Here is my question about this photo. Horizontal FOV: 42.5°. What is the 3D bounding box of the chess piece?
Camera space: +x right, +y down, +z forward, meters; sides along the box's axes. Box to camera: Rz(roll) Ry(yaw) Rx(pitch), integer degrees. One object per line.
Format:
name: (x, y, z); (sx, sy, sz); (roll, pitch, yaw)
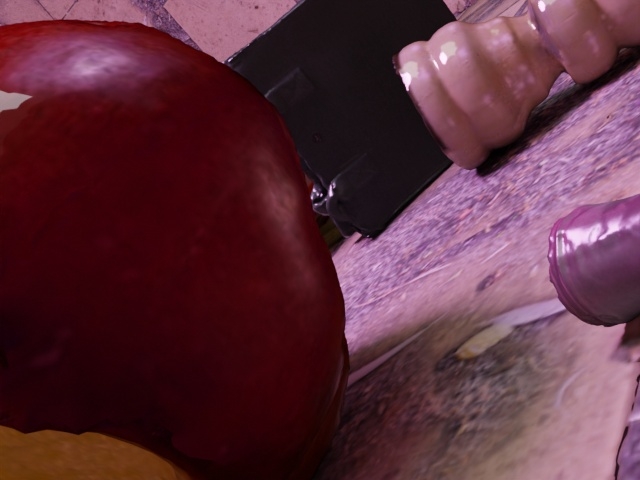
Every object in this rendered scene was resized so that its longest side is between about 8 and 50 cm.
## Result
chess piece: (0.212, -0.184, 0.764); (0.260, 0.143, 0.143); (-29, 13, 23)

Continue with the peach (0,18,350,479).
peach: (-0.193, 0.060, 0.510); (0.416, 0.339, 0.353); (-24, 33, -1)

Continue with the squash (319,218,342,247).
squash: (0.000, 0.000, 1.023); (0.083, 0.027, 0.027); (-39, 10, 19)

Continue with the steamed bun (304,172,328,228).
steamed bun: (-0.127, -0.057, 1.093); (0.374, 0.241, 0.374); (-32, -6, -4)

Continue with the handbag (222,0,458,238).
handbag: (0.053, -0.166, 0.911); (0.260, 0.247, 0.079); (-42, 15, -15)

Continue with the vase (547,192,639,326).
vase: (0.173, -0.019, 0.295); (0.086, 0.086, 0.214); (-47, 7, -32)
